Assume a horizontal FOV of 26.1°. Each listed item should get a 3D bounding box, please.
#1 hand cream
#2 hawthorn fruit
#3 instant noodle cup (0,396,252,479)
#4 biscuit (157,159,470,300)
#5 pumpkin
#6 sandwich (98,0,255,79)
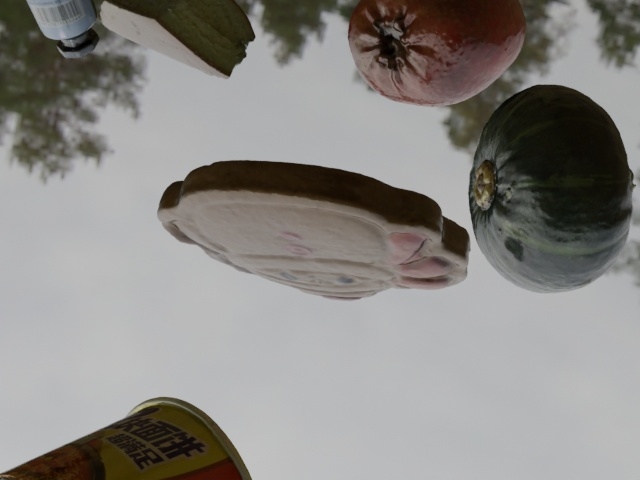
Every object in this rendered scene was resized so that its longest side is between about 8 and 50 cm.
[{"bbox_3d":[-0.276,-0.296,1.334,0.091,0.271,0.058,-10,-137,8],"label":"hand cream"},{"bbox_3d":[0.150,-0.210,1.402,0.165,0.165,0.285,28,-161,29],"label":"hawthorn fruit"},{"bbox_3d":[-0.174,0.248,1.113,0.174,0.213,0.213,-13,-145,-44],"label":"instant noodle cup"},{"bbox_3d":[0.000,0.000,1.645,0.358,0.074,0.381,6,159,16],"label":"biscuit"},{"bbox_3d":[0.183,-0.038,1.093,0.125,0.167,0.167,15,-159,-20],"label":"pumpkin"},{"bbox_3d":[-0.195,-0.289,1.731,0.258,0.096,0.094,25,-112,32],"label":"sandwich"}]
